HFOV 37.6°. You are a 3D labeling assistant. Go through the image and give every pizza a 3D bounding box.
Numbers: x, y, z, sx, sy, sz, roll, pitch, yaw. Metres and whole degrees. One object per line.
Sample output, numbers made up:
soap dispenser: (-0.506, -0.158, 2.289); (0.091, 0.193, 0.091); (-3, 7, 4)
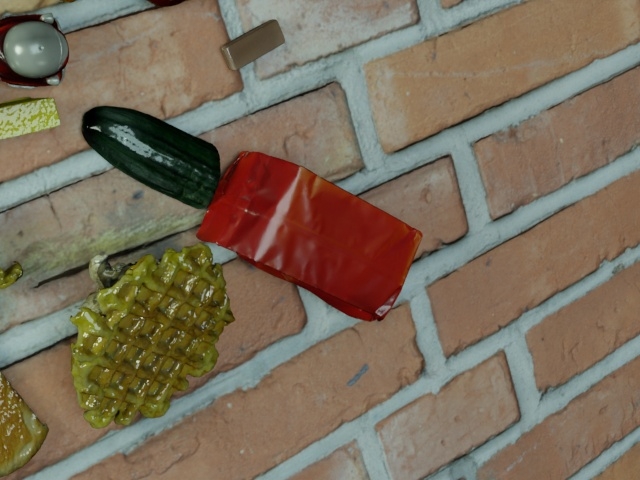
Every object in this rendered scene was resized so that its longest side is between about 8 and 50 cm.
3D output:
pizza: (-0.541, 0.258, 1.433); (0.181, 0.034, 0.262); (-32, 113, -24)

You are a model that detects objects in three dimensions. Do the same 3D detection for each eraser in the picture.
eraser: (-0.447, -0.181, 1.375); (0.097, 0.122, 0.045); (-19, 108, -27)

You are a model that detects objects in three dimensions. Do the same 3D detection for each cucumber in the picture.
cucumber: (-0.271, -0.143, 1.526); (0.244, 0.063, 0.115); (22, 85, -30)

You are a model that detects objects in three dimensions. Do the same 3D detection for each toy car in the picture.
toy car: (-0.430, -0.278, 1.377); (0.139, 0.112, 0.112); (-9, 102, -31)

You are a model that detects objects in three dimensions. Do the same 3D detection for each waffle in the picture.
waffle: (-0.266, 0.156, 1.514); (0.302, 0.068, 0.325); (-29, 139, -34)

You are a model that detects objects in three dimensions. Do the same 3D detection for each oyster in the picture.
oyster: (-0.312, 0.072, 1.514); (0.163, 0.081, 0.191); (-37, 147, -19)

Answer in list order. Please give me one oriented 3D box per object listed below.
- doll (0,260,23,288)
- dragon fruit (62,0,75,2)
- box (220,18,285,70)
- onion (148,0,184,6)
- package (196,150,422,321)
doll: (-0.578, -0.050, 1.332); (0.160, 0.094, 0.365); (-40, 114, -12)
dragon fruit: (-0.387, -0.423, 1.394); (0.138, 0.175, 0.142); (-36, 145, -12)
box: (-0.115, -0.336, 1.612); (0.115, 0.025, 0.048); (-35, 119, -22)
onion: (-0.245, -0.424, 1.485); (0.107, 0.097, 0.107); (-3, 129, -4)
package: (0.001, 0.000, 1.676); (0.424, 0.123, 0.196); (28, 80, -33)
